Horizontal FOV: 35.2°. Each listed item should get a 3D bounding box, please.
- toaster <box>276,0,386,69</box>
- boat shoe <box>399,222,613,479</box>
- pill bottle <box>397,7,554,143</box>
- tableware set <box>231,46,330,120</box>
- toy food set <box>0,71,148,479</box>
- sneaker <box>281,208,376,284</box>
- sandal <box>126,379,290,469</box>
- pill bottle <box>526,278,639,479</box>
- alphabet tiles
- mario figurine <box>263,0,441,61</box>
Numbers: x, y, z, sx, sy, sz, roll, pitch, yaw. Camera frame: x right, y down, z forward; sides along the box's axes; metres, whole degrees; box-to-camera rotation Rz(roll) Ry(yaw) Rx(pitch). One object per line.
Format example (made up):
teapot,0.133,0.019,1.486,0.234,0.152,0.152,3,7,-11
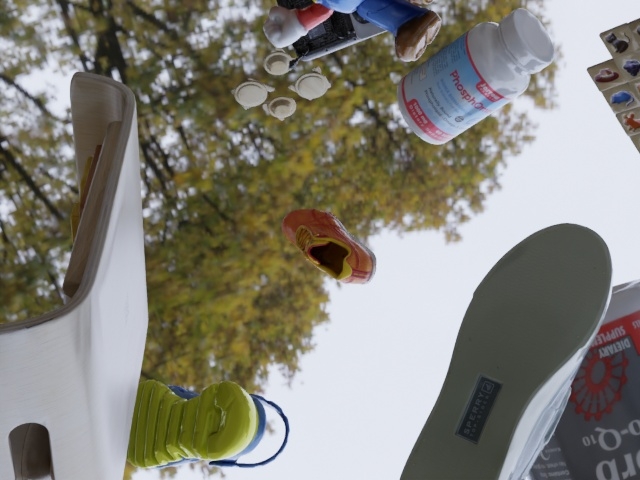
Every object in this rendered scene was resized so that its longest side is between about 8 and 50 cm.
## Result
toaster,0.013,-0.388,1.635,0.110,0.168,0.185,-24,-171,-39
boat shoe,0.121,0.096,0.660,0.079,0.081,0.228,26,-100,23
pill bottle,0.164,-0.174,1.069,0.160,0.087,0.087,-32,-147,40
tableware set,-0.076,-0.292,1.922,0.168,0.141,0.020,-36,-138,31
toy food set,-0.183,0.046,0.715,0.092,0.220,0.306,2,-143,-4
sneaker,0.000,0.000,1.259,0.067,0.064,0.175,11,-167,-40
sandal,-0.159,0.260,1.375,0.317,0.138,0.126,-5,-110,48
pill bottle,0.328,0.241,1.081,0.210,0.210,0.363,-20,-95,-9
alphabet tiles,0.670,-0.276,1.856,0.285,0.342,0.011,-17,-148,42
mario figurine,-0.001,-0.344,1.353,0.320,0.170,0.198,27,-82,22
